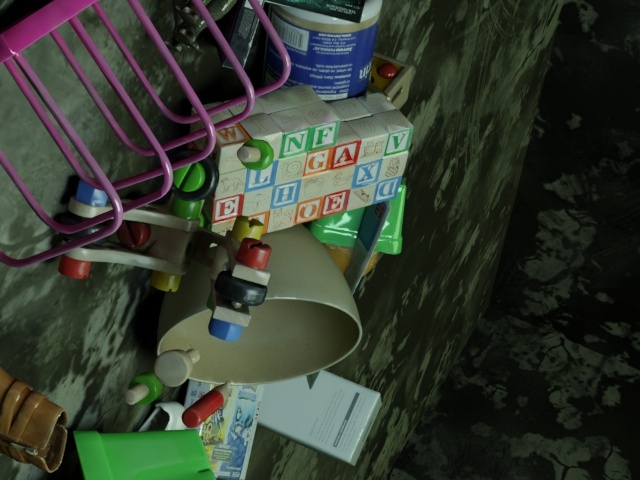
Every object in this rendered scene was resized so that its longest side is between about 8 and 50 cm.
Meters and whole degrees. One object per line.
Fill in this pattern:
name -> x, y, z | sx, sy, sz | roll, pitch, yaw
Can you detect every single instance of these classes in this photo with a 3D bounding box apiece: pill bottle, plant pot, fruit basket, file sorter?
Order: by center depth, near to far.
file sorter -> -0.190, -0.133, 1.020 | 0.182, 0.202, 0.291 | 58, 43, -17
fruit basket -> -0.282, 0.440, 1.466 | 0.392, 0.392, 0.283 | -55, 163, -34
pill bottle -> -0.006, -0.241, 1.621 | 0.153, 0.153, 0.265 | -48, 155, -46
plant pot -> -0.093, 0.064, 1.631 | 0.284, 0.284, 0.191 | 80, 2, -60
fruit basket -> 0.000, 0.000, 1.828 | 0.353, 0.165, 0.327 | -63, -155, 27

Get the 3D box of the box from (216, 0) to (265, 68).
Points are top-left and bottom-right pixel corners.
box -> -0.095, -0.275, 1.400 | 0.162, 0.029, 0.116 | -116, -137, -70

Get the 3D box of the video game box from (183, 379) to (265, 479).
video game box -> -0.163, 0.294, 1.887 | 0.205, 0.048, 0.187 | 31, 67, -65

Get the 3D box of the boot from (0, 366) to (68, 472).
boot -> -0.326, 0.144, 1.159 | 0.073, 0.152, 0.197 | -52, 157, -38

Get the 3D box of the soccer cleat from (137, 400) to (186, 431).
soccer cleat -> -0.264, 0.333, 1.742 | 0.076, 0.068, 0.196 | 32, 80, -57

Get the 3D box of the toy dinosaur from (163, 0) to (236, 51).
toy dinosaur -> -0.124, -0.295, 1.264 | 0.160, 0.121, 0.313 | -56, 157, -14

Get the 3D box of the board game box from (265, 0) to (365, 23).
board game box -> 0.001, -0.334, 1.478 | 0.186, 0.126, 0.026 | -78, -179, -58

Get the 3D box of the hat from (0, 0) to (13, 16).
hat -> -0.285, -0.232, 0.847 | 0.331, 0.134, 0.331 | -56, 160, -33

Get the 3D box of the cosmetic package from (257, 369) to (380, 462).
cosmetic package -> -0.018, 0.304, 2.094 | 0.224, 0.224, 0.138 | 72, 43, -76

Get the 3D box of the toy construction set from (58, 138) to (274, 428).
toy construction set -> -0.149, 0.045, 1.368 | 0.237, 0.257, 0.309 | -22, 107, -77

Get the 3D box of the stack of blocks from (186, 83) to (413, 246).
stack of blocks -> -0.027, -0.113, 1.533 | 0.297, 0.087, 0.171 | -15, 138, -27

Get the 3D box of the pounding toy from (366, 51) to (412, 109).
pounding toy -> 0.080, -0.251, 1.897 | 0.141, 0.130, 0.100 | -51, 157, -40
